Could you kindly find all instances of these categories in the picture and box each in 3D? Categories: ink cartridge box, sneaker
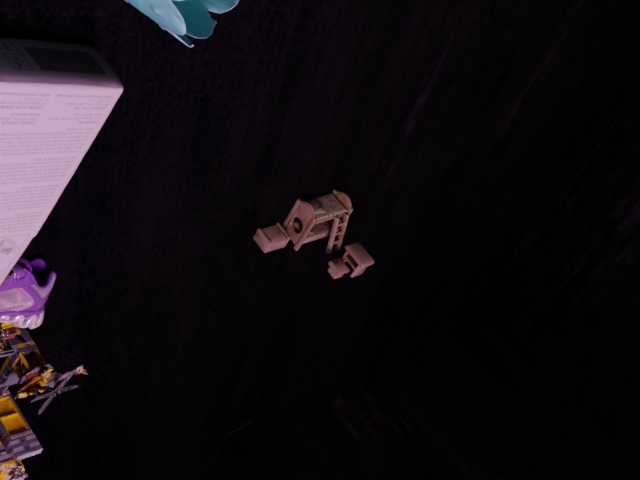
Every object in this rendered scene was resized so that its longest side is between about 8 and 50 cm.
[{"bbox_3d":[-0.439,-0.062,1.087,0.385,0.091,0.308,-50,160,27],"label":"ink cartridge box"},{"bbox_3d":[-0.460,0.064,1.338,0.104,0.095,0.236,-52,161,14],"label":"sneaker"}]

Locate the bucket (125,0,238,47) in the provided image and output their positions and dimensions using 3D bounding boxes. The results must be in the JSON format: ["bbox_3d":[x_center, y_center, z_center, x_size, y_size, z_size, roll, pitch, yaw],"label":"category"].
[{"bbox_3d":[-0.124,-0.327,0.821,0.281,0.183,0.281,-58,-179,2],"label":"bucket"}]

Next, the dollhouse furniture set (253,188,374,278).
[{"bbox_3d":[0.000,0.000,1.830,0.182,0.161,0.101,-18,151,-44],"label":"dollhouse furniture set"}]

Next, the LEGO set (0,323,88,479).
[{"bbox_3d":[-0.542,0.292,1.506,0.331,0.192,0.255,-49,156,25],"label":"LEGO set"}]
